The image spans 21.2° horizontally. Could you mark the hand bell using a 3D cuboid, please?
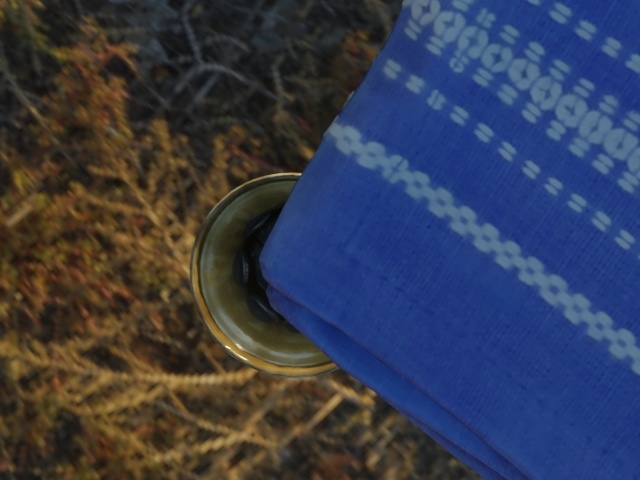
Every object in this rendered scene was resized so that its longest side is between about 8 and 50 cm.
[{"bbox_3d":[0.000,0.000,1.142,0.126,0.242,0.126,2,101,8],"label":"hand bell"}]

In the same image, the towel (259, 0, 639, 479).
[{"bbox_3d":[0.140,-0.044,0.305,0.040,0.243,0.336,-26,152,-54],"label":"towel"}]
